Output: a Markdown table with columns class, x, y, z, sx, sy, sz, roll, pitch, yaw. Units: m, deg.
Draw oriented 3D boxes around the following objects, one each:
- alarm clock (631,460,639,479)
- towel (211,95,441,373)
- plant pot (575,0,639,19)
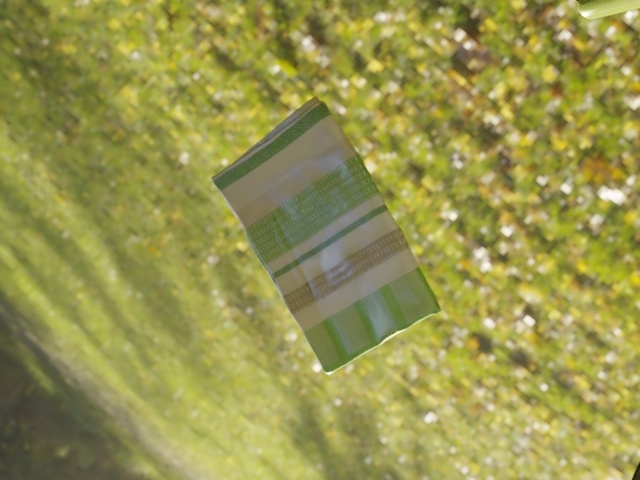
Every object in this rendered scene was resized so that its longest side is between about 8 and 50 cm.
| class | x | y | z | sx | sy | sz | roll | pitch | yaw |
| --- | --- | --- | --- | --- | --- | --- | --- | --- | --- |
| alarm clock | 0.192 | 0.143 | 0.656 | 0.064 | 0.192 | 0.129 | -166 | 66 | -67 |
| towel | 0.000 | 0.000 | 0.881 | 0.113 | 0.023 | 0.152 | -35 | 82 | 44 |
| plant pot | 0.189 | -0.171 | 0.849 | 0.079 | 0.083 | 0.083 | -21 | 124 | 29 |
